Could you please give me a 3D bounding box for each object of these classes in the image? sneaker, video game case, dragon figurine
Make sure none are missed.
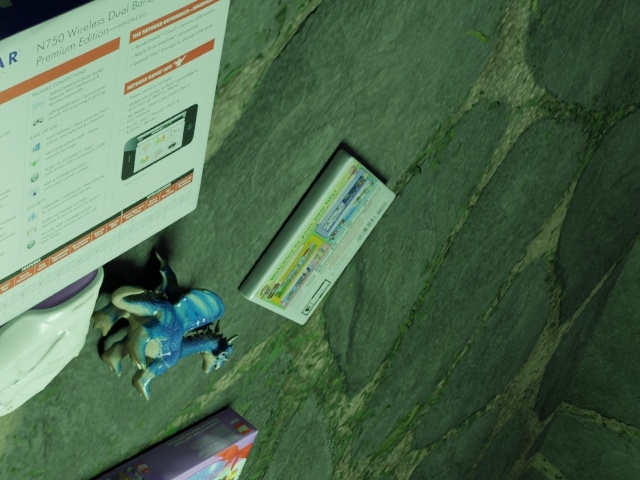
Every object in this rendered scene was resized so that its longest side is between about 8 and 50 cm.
[{"bbox_3d":[-0.307,0.122,1.252,0.305,0.114,0.152,-33,148,-41],"label":"sneaker"},{"bbox_3d":[0.000,0.000,1.794,0.212,0.023,0.193,-54,157,1],"label":"video game case"},{"bbox_3d":[-0.161,0.072,1.504,0.144,0.085,0.289,-44,156,-23],"label":"dragon figurine"}]

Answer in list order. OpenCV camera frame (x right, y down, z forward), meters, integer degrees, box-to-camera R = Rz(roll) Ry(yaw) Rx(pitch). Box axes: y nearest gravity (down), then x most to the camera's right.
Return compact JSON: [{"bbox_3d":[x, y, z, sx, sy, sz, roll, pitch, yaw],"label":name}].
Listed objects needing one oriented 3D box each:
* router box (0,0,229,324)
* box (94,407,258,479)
[{"bbox_3d":[-0.223,-0.089,1.166,0.335,0.082,0.301,-33,149,-40],"label":"router box"},{"bbox_3d":[-0.215,0.347,1.815,0.293,0.057,0.201,-23,142,-51],"label":"box"}]
